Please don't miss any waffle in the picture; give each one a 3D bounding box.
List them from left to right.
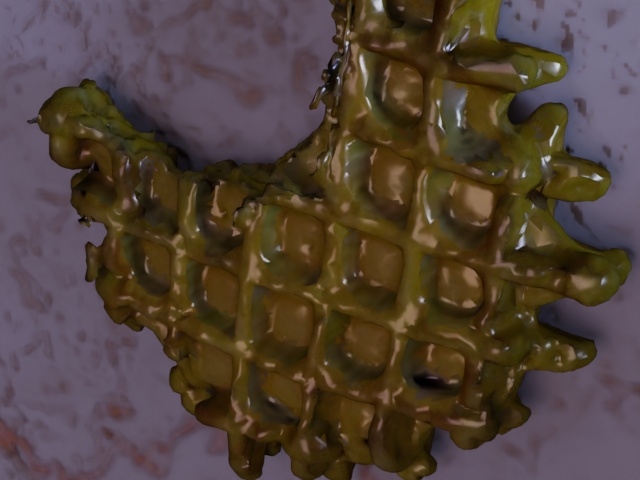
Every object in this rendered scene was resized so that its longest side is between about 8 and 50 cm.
[{"bbox_3d":[0.000,0.000,0.788,0.293,0.069,0.260,-27,92,35],"label":"waffle"}]
